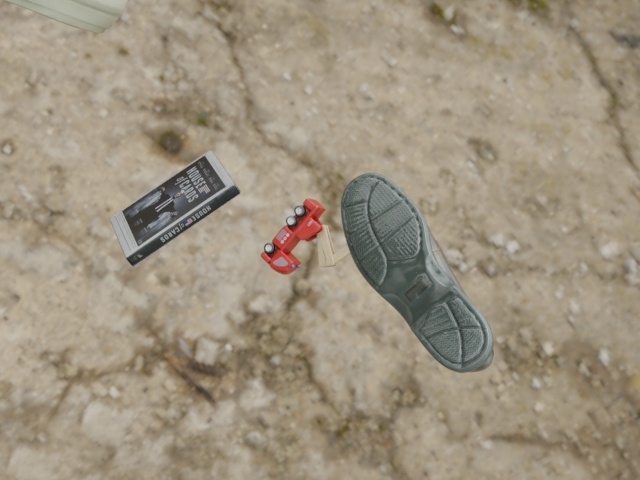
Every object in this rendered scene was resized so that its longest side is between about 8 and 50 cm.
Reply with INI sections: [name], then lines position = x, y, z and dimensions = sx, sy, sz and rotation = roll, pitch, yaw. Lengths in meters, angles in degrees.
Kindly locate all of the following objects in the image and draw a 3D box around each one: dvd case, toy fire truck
[dvd case]
position = -0.275, -0.064, 2.008
dimensions = 0.029, 0.239, 0.179
rotation = 56, -3, -33
[toy fire truck]
position = 0.000, 0.000, 1.869
dimensions = 0.135, 0.192, 0.047
rotation = 43, 12, 18

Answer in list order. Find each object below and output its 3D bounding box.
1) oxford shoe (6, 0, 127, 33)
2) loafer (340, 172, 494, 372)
[oxford shoe]
position = -0.269, -0.281, 0.744
dimensions = 0.449, 0.130, 0.169
rotation = 34, 16, 34
[loafer]
position = 0.110, 0.043, 1.237
dimensions = 0.267, 0.096, 0.084
rotation = 59, 9, 23
